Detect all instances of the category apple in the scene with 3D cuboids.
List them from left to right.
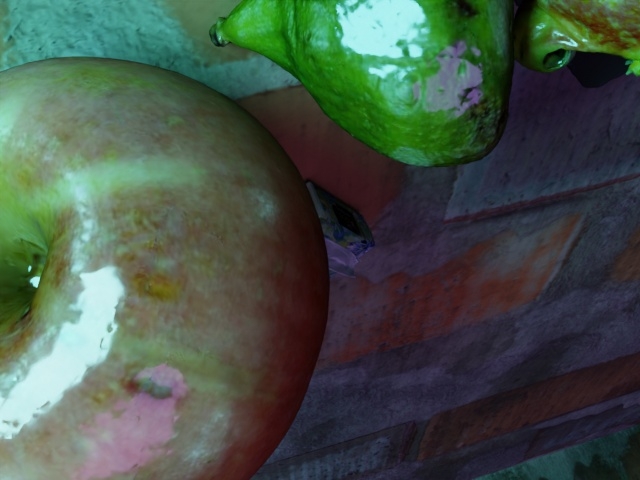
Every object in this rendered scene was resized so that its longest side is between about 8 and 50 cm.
[{"bbox_3d":[-0.165,0.048,0.577,0.364,0.363,0.363,-15,146,-10],"label":"apple"}]

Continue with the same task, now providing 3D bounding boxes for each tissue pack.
[{"bbox_3d":[0.000,0.000,0.839,0.085,0.079,0.111,-36,144,20],"label":"tissue pack"}]

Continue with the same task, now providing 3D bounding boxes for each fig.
[{"bbox_3d":[0.021,-0.155,0.554,0.236,0.203,0.203,0,146,6],"label":"fig"}]

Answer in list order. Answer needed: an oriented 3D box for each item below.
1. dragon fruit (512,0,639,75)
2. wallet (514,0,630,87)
[{"bbox_3d":[0.237,-0.236,0.484,0.295,0.268,0.130,-42,130,15],"label":"dragon fruit"},{"bbox_3d":[0.322,-0.233,0.619,0.285,0.030,0.146,-22,127,39],"label":"wallet"}]
